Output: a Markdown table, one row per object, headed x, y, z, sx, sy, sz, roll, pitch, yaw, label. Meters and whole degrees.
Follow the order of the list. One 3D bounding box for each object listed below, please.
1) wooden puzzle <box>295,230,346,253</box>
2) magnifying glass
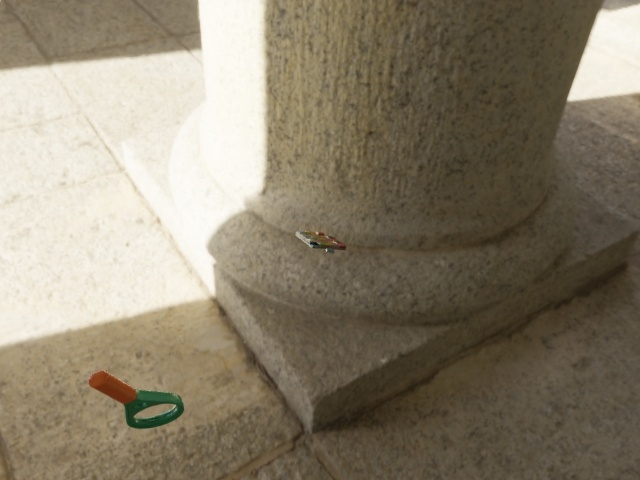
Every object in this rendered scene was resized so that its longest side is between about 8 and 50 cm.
| x | y | z | sx | sy | sz | roll | pitch | yaw | label |
| --- | --- | --- | --- | --- | --- | --- | --- | --- | --- |
| 0.000 | 0.000 | 0.787 | 0.049 | 0.006 | 0.083 | 4 | 18 | -31 | wooden puzzle |
| -0.284 | 0.246 | 0.943 | 0.092 | 0.231 | 0.026 | -23 | 60 | 0 | magnifying glass |
